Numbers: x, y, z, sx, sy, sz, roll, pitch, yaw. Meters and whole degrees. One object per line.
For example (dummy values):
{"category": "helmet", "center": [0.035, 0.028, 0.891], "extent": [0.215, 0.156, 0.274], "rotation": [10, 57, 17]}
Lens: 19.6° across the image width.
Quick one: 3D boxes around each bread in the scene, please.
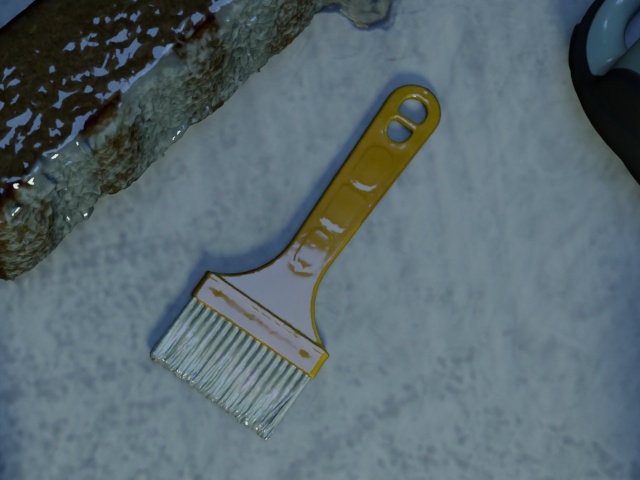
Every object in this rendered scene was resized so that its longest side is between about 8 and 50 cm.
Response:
{"category": "bread", "center": [-0.089, -0.150, 1.233], "extent": [0.416, 0.165, 0.113], "rotation": [-43, 83, -12]}

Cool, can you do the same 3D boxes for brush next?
{"category": "brush", "center": [0.000, 0.000, 1.284], "extent": [0.103, 0.013, 0.272], "rotation": [35, 76, 3]}

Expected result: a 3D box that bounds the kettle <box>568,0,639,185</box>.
{"category": "kettle", "center": [0.295, -0.132, 1.278], "extent": [0.236, 0.161, 0.221], "rotation": [-37, 55, -9]}
